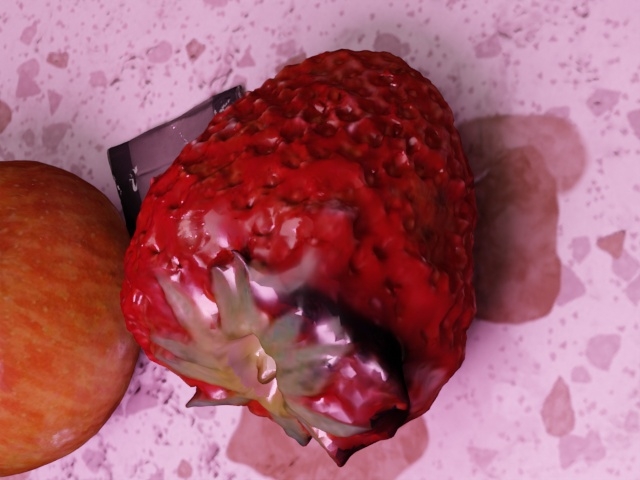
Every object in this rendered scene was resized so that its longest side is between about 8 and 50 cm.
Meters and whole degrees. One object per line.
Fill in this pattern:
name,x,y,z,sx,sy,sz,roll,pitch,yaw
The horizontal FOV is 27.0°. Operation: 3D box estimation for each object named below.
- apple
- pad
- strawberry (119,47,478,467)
apple,-0.316,0.064,1.252,0.277,0.250,0.309,-46,61,22
pad,-0.120,-0.015,1.293,0.174,0.022,0.233,-23,71,25
strawberry,-0.002,0.014,1.110,0.292,0.310,0.291,15,125,22
